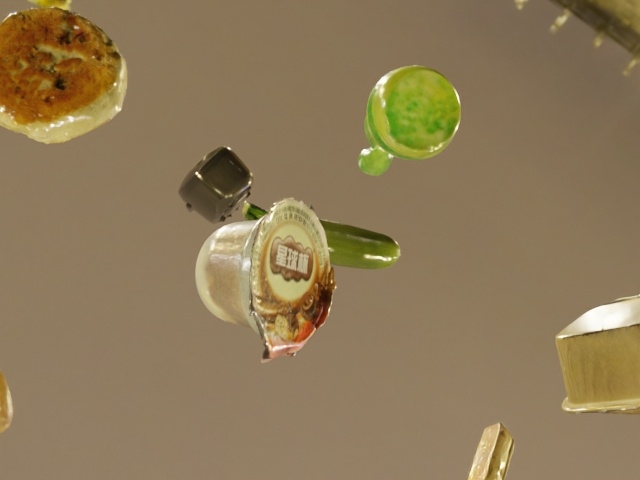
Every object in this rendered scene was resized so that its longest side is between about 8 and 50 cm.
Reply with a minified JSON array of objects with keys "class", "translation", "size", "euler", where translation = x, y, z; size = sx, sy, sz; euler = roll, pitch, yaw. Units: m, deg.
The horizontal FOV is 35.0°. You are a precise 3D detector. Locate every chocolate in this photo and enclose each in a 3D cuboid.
[{"class":"chocolate","translation":[-0.088,0.052,1.344],"size":[0.221,0.147,0.221],"euler":[15,-108,-56]}]

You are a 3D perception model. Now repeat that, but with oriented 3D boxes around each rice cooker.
[{"class":"rice cooker","translation":[-0.205,-0.108,1.998],"size":[0.118,0.142,0.203],"euler":[43,168,-1]}]

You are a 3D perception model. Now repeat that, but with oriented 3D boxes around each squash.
[{"class":"squash","translation":[0.000,0.000,1.530],"size":[0.252,0.066,0.066],"euler":[14,-150,-11]}]

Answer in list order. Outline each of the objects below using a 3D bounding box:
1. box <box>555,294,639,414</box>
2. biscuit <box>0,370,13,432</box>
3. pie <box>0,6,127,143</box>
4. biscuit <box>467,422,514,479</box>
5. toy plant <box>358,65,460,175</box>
[{"class":"box","translation":[0.282,0.104,0.865],"size":[0.111,0.177,0.111],"euler":[8,-105,-31]},{"class":"biscuit","translation":[-0.436,0.152,1.120],"size":[0.287,0.057,0.343],"euler":[54,-160,-70]},{"class":"pie","translation":[-0.552,-0.348,2.083],"size":[0.315,0.092,0.315],"euler":[6,-111,-16]},{"class":"biscuit","translation":[0.308,0.410,1.826],"size":[0.056,0.052,0.188],"euler":[47,-143,-12]},{"class":"toy plant","translation":[0.156,-0.252,2.092],"size":[0.184,0.224,0.316],"euler":[16,174,-14]}]
